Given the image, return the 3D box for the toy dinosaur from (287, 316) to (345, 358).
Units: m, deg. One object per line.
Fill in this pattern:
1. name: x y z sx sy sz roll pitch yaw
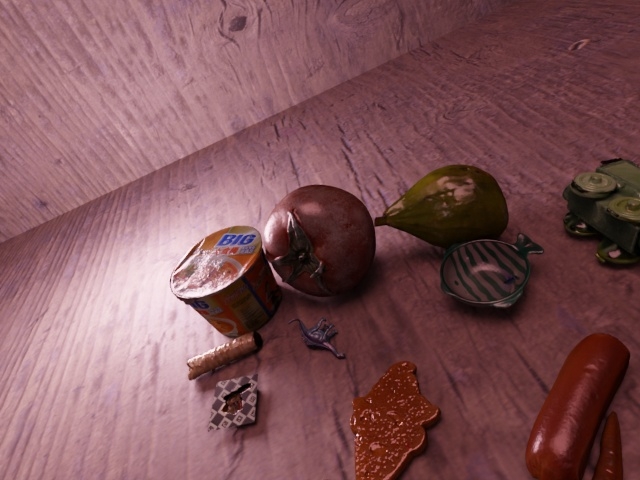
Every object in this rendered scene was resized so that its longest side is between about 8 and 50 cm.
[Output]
1. toy dinosaur: -0.006 0.243 1.062 0.197 0.045 0.080 25 61 36

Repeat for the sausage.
1. sausage: 0.445 0.280 0.711 0.089 0.083 0.300 22 57 40

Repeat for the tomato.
1. tomato: 0.000 0.000 1.144 0.317 0.316 0.282 -4 24 27

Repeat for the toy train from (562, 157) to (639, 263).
1. toy train: 0.700 -0.069 0.948 0.188 0.159 0.271 -16 36 -4

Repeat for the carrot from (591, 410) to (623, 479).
1. carrot: 0.451 0.361 0.645 0.048 0.048 0.216 8 43 38

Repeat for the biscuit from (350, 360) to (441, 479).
1. biscuit: 0.139 0.368 0.820 0.183 0.043 0.280 -2 46 34

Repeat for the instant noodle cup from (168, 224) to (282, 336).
1. instant noodle cup: -0.257 0.128 1.212 0.297 0.214 0.296 -16 37 13

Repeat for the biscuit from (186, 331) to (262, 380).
1. biscuit: -0.263 0.312 1.120 0.219 0.055 0.061 -24 46 1

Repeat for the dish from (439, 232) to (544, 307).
1. dish: 0.405 0.084 0.983 0.246 0.078 0.224 -28 39 -1

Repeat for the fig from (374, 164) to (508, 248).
1. fig: 0.326 -0.097 1.084 0.314 0.233 0.233 13 34 -15

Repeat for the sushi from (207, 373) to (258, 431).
1. sushi: -0.206 0.399 1.002 0.120 0.026 0.126 -14 41 11
